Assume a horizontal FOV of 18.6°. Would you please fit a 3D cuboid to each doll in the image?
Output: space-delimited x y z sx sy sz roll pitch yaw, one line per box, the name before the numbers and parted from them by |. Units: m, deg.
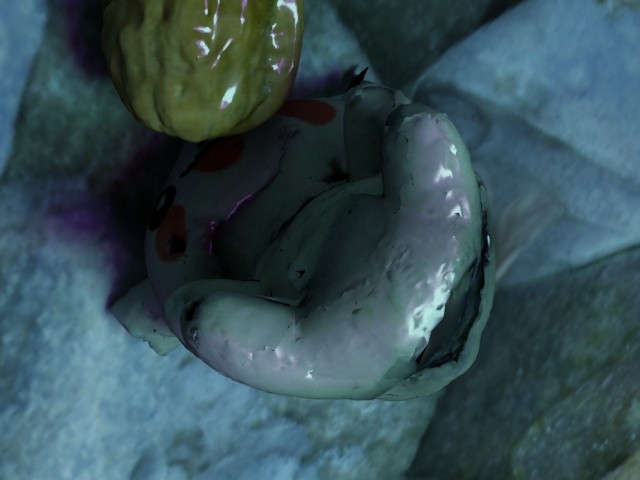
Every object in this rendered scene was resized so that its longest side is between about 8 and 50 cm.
doll | 0.000 0.000 0.733 0.149 0.192 0.095 -48 114 -4

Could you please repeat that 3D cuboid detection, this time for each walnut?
walnut | -0.043 -0.082 0.715 0.079 0.083 0.096 -38 136 -60
